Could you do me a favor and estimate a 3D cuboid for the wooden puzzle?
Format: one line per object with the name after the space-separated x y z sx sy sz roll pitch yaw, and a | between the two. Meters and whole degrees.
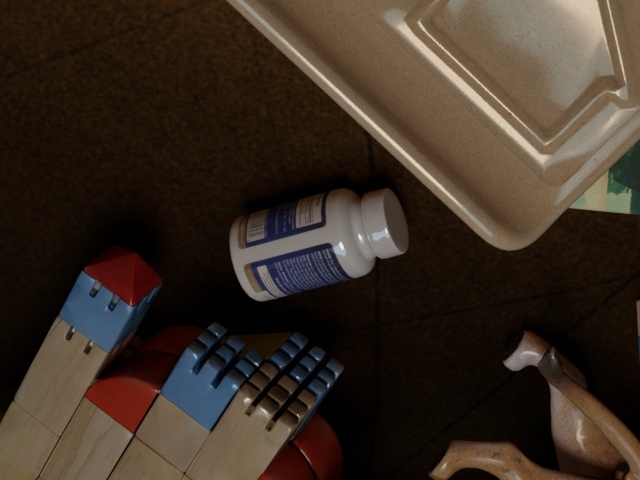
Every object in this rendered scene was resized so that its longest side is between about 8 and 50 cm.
0.114 -0.220 0.878 0.322 0.080 0.348 42 100 -9 | wooden puzzle

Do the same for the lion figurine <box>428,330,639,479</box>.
0.170 0.253 1.280 0.240 0.142 0.392 35 135 -1 | lion figurine

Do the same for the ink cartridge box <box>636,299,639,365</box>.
0.298 0.075 1.155 0.123 0.088 0.052 -15 125 20 | ink cartridge box

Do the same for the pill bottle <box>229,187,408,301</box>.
0.000 0.000 1.155 0.120 0.067 0.067 -15 125 20 | pill bottle

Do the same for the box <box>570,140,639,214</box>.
0.282 -0.117 0.989 0.322 0.058 0.232 6 124 13 | box

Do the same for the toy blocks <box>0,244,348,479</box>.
-0.089 0.165 1.221 0.381 0.191 0.261 37 122 6 | toy blocks
